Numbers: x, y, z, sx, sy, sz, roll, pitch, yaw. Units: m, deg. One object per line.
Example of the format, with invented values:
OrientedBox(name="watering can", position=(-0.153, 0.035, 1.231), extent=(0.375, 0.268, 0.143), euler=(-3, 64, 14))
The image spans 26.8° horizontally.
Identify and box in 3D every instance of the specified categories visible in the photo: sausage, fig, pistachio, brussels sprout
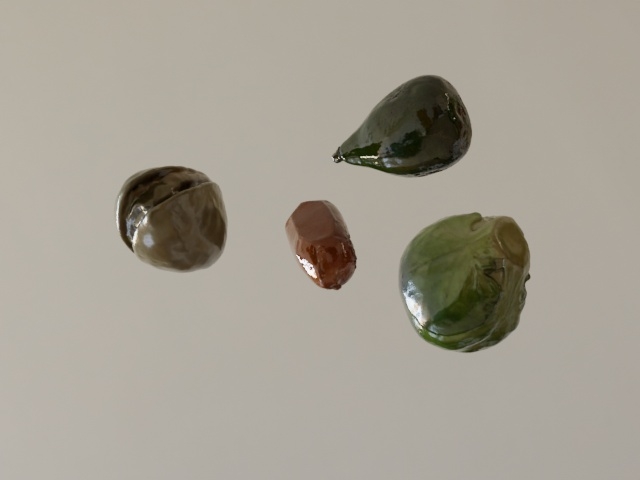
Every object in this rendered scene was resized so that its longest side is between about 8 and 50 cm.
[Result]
OrientedBox(name="sausage", position=(0.000, 0.000, 1.837), extent=(0.089, 0.179, 0.089), euler=(-7, -59, -12))
OrientedBox(name="fig", position=(0.093, -0.121, 1.613), extent=(0.177, 0.117, 0.117), euler=(-22, -14, 14))
OrientedBox(name="pistachio", position=(-0.183, -0.028, 1.673), extent=(0.136, 0.136, 0.226), euler=(-27, -17, 5))
OrientedBox(name="brussels sprout", position=(0.253, 0.061, 2.304), extent=(0.210, 0.219, 0.271), euler=(7, -37, -33))
